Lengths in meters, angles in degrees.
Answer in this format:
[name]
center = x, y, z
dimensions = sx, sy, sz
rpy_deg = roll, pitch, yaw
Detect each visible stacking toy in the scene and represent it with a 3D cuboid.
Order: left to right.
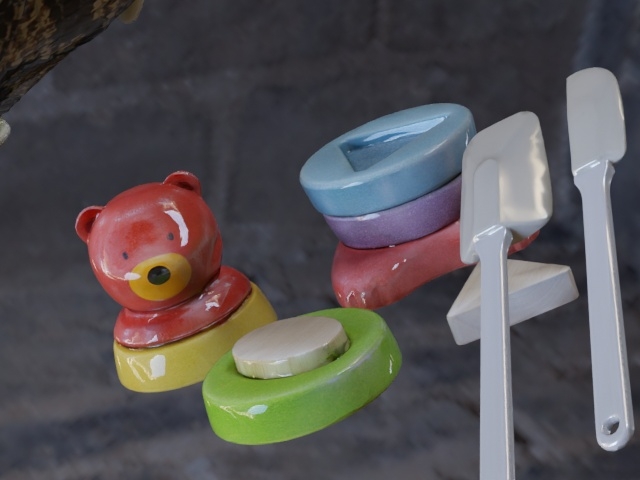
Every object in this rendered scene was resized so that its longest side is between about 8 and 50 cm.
[stacking toy]
center = 0.000, 0.000, 1.343
dimensions = 0.309, 0.279, 0.130
rpy_deg = -26, 109, -11

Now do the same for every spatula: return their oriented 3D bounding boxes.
[spatula]
center = 0.125, 0.007, 0.899
dimensions = 0.168, 0.242, 0.019
rpy_deg = -28, 132, 31

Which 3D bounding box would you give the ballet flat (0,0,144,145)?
[ballet flat]
center = -0.168, -0.074, 0.750
dimensions = 0.182, 0.483, 0.164
rpy_deg = -20, 90, -31
